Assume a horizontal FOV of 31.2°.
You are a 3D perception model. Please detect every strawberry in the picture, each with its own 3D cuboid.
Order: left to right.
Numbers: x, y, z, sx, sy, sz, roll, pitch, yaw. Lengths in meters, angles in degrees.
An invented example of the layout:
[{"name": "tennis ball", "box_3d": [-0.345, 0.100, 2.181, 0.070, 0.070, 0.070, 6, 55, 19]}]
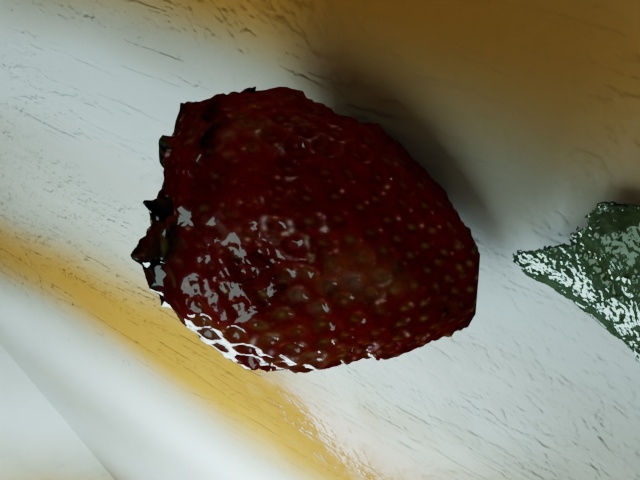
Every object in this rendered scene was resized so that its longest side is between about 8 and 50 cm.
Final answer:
[{"name": "strawberry", "box_3d": [0.000, 0.000, 0.987, 0.288, 0.250, 0.239, 17, 106, 11]}]

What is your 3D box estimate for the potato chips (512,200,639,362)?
[{"name": "potato chips", "box_3d": [0.253, 0.040, 0.850, 0.167, 0.059, 0.228, 59, 149, 2]}]
